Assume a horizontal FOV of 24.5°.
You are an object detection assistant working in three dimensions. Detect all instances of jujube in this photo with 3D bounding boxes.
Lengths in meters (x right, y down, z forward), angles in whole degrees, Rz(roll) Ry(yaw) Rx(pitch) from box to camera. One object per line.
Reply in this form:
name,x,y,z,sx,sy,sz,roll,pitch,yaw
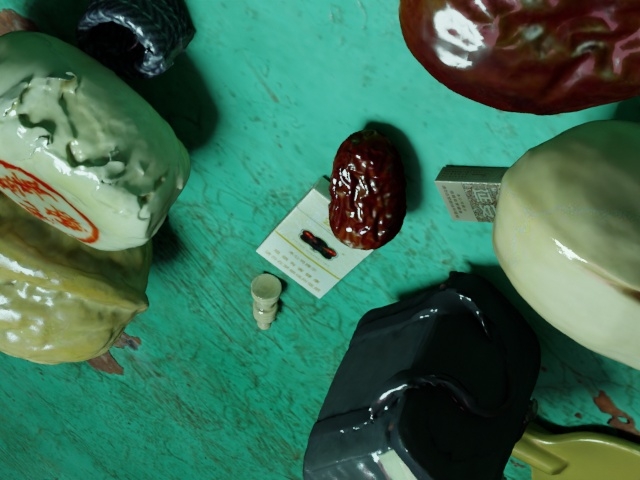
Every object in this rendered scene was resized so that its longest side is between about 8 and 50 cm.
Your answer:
jujube,0.181,-0.179,1.032,0.255,0.190,0.190,6,139,25
jujube,0.045,-0.049,1.409,0.077,0.077,0.129,19,134,20

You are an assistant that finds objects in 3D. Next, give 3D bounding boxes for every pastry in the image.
pastry,-0.248,-0.095,1.472,0.264,0.133,0.265,28,159,11

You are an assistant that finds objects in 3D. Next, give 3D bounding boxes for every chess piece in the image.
chess piece,-0.063,0.076,1.697,0.035,0.035,0.092,25,150,12

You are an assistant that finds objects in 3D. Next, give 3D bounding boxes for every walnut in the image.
walnut,-0.311,0.023,1.659,0.257,0.224,0.257,22,175,2

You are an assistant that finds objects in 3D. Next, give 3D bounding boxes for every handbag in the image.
handbag,0.112,0.169,1.463,0.181,0.254,0.181,44,140,-20

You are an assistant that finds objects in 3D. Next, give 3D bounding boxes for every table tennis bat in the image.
table tennis bat,0.280,0.252,1.618,0.321,0.050,0.198,29,146,0

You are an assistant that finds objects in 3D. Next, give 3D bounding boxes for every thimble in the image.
thimble,-0.182,-0.203,1.402,0.104,0.066,0.095,14,145,28

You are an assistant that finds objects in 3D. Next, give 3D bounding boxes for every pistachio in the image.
pistachio,0.278,0.021,1.194,0.299,0.187,0.187,31,147,1

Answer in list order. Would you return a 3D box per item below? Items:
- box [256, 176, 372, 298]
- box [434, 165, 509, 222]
box,0.000,0.000,1.549,0.090,0.024,0.167,37,148,-5
box,0.152,-0.042,1.365,0.083,0.024,0.053,5,138,39
